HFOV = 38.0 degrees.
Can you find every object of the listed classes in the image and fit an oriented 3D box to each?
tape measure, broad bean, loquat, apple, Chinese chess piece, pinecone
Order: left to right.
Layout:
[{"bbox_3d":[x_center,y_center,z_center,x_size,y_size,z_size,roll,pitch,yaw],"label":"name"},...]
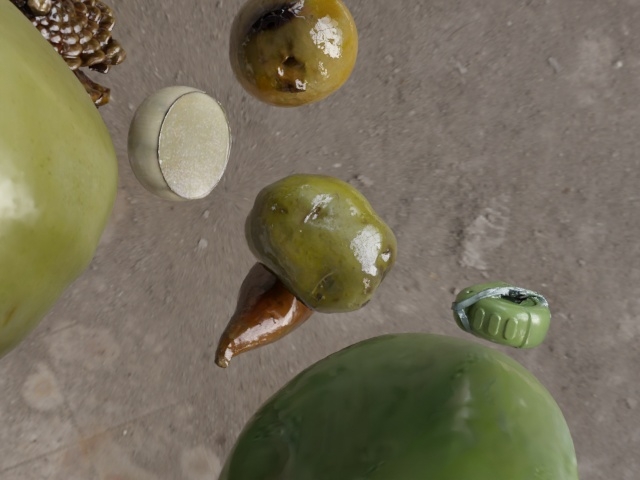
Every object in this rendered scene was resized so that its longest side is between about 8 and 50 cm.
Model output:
[{"bbox_3d":[-0.253,-0.038,0.534,0.263,0.262,0.262,0,93,-6],"label":"apple"},{"bbox_3d":[-0.307,-0.165,0.933,0.212,0.169,0.185,-47,71,22],"label":"pinecone"},{"bbox_3d":[-0.148,-0.102,0.982,0.051,0.122,0.122,10,92,34],"label":"Chinese chess piece"},{"bbox_3d":[-0.032,-0.223,1.061,0.163,0.163,0.137,-44,120,-2],"label":"loquat"},{"bbox_3d":[0.032,0.126,0.419,0.169,0.228,0.100,-4,133,10],"label":"broad bean"},{"bbox_3d":[0.342,0.134,1.739,0.200,0.175,0.106,1,106,-49],"label":"tape measure"}]

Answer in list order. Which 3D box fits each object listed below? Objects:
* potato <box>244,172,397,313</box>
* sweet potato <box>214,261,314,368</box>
[{"bbox_3d":[0.001,-0.001,1.219,0.200,0.137,0.154,38,52,3],"label":"potato"},{"bbox_3d":[-0.051,0.068,1.344,0.112,0.112,0.359,44,44,-6],"label":"sweet potato"}]
